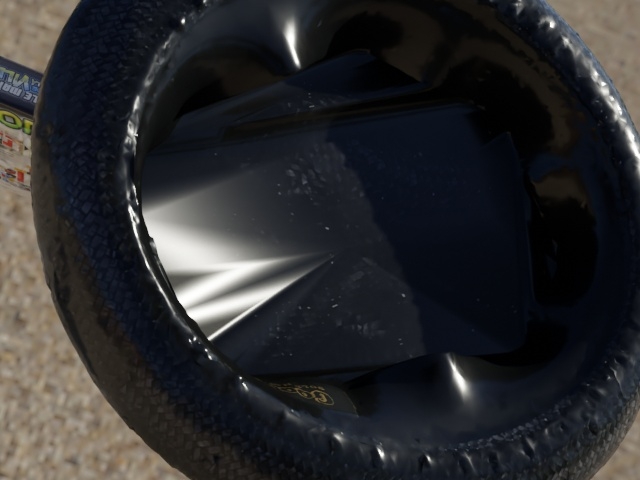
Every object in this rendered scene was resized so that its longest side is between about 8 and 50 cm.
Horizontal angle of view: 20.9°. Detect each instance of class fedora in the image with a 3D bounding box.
[{"bbox_3d":[0.000,0.000,0.822,0.334,0.334,0.152,8,-19,-31],"label":"fedora"}]

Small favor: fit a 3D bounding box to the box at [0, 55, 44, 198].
[{"bbox_3d":[-0.210,-0.076,1.205,0.207,0.114,0.036,23,59,1],"label":"box"}]
